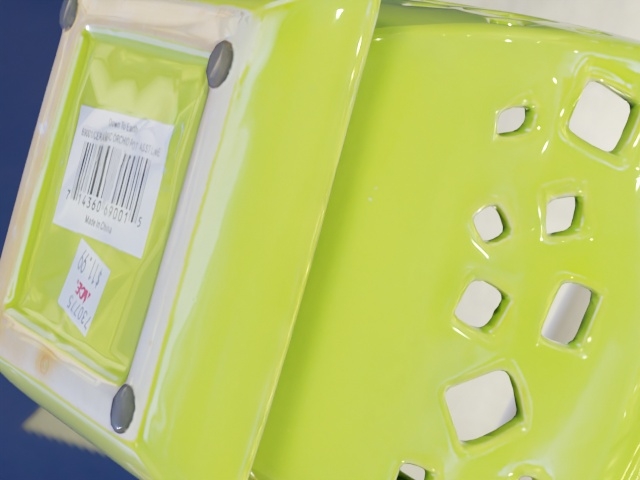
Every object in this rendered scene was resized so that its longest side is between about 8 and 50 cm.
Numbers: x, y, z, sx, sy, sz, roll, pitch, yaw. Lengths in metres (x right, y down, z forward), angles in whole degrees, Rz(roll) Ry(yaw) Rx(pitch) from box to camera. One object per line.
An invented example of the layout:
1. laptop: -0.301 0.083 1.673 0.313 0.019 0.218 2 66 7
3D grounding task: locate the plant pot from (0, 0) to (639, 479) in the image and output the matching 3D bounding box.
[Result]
1. plant pot: 0.000 0.000 0.660 0.228 0.207 0.227 21 -84 57
